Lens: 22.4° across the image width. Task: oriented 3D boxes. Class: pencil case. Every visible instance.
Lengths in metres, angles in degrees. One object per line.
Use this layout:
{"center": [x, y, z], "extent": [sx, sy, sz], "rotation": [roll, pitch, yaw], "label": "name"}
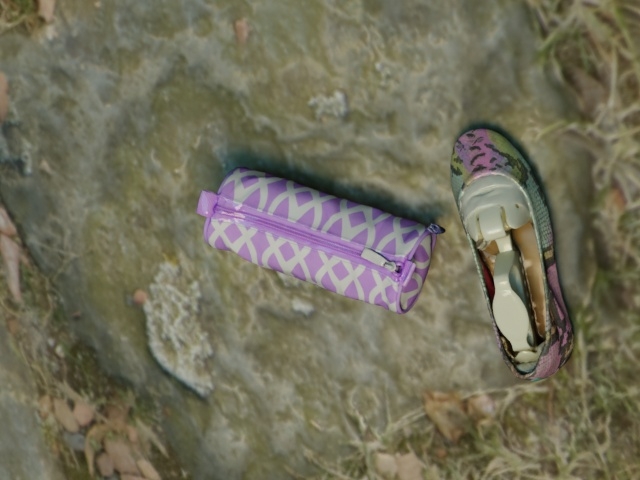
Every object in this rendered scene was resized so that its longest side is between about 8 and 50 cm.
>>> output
{"center": [0.000, 0.000, 1.415], "extent": [0.206, 0.088, 0.086], "rotation": [17, 103, 17], "label": "pencil case"}

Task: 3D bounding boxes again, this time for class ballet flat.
{"center": [0.159, 0.014, 1.364], "extent": [0.077, 0.079, 0.221], "rotation": [-14, 94, 23], "label": "ballet flat"}
